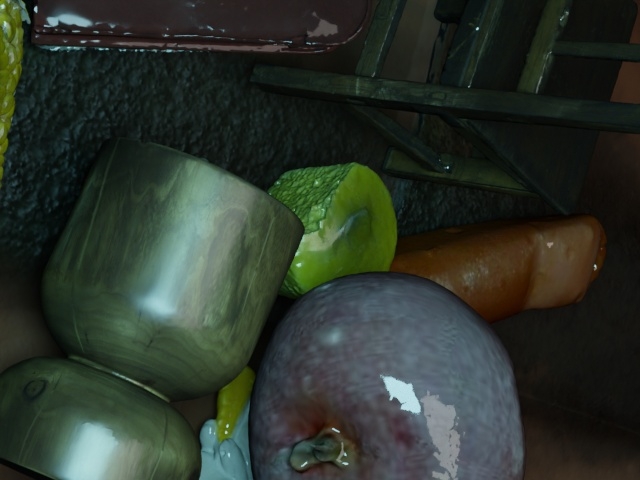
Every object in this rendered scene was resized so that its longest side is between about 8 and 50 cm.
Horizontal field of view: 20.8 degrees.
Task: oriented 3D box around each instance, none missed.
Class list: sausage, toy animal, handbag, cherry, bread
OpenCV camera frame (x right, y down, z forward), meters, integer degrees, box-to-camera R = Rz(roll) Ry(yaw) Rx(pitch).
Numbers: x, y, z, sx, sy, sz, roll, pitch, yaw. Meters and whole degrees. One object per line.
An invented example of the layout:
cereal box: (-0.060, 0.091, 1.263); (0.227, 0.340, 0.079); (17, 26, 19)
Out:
sausage: (0.147, 0.032, 1.667); (0.348, 0.094, 0.097); (-12, 117, -42)
toy animal: (-0.050, 0.184, 1.531); (0.181, 0.131, 0.127); (-27, 145, -28)
handbag: (-0.094, -0.272, 1.351); (0.275, 0.084, 0.260); (2, 91, -15)
cherry: (0.061, 0.154, 1.416); (0.307, 0.221, 0.261); (-10, 99, -71)
bread: (0.000, 0.000, 1.516); (0.129, 0.114, 0.111); (-45, 123, -29)

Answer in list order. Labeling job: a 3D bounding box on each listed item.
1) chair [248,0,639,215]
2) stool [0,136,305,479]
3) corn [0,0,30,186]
chair: (0.189, -0.149, 1.440); (0.240, 0.416, 0.203); (32, 74, -49)
stool: (-0.141, 0.073, 1.359); (0.179, 0.179, 0.264); (34, 74, -39)
corn: (-0.283, -0.053, 1.268); (0.115, 0.115, 0.318); (11, 88, -42)
